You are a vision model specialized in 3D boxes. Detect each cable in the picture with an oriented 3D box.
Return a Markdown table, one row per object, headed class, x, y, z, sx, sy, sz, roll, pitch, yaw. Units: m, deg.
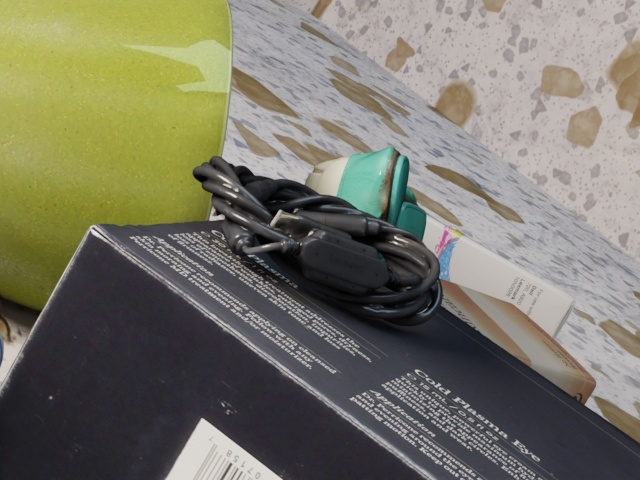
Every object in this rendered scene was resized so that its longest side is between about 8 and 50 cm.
| class | x | y | z | sx | sy | sz | roll | pitch | yaw |
| --- | --- | --- | --- | --- | --- | --- | --- | --- | --- |
| cable | 0.000 | 0.000 | 0.983 | 0.184 | 0.047 | 0.150 | 16 | 14 | -37 |

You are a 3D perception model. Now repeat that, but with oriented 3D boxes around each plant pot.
| class | x | y | z | sx | sy | sz | roll | pitch | yaw |
| --- | --- | --- | --- | --- | --- | --- | --- | --- | --- |
| plant pot | -0.242 | -0.080 | 1.110 | 0.293 | 0.275 | 0.275 | 10 | 20 | -15 |

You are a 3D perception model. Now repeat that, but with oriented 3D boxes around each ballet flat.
| class | x | y | z | sx | sy | sz | roll | pitch | yaw |
| --- | --- | --- | --- | --- | --- | --- | --- | --- | --- |
| ballet flat | 0.029 | -0.024 | 1.177 | 0.087 | 0.083 | 0.247 | 14 | -7 | 10 |

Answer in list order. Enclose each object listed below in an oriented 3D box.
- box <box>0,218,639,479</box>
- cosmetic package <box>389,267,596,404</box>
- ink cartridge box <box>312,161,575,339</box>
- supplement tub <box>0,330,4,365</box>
| class | x | y | z | sx | sy | sz | roll | pitch | yaw |
| --- | --- | --- | --- | --- | --- | --- | --- | --- | --- |
| box | 0.018 | 0.147 | 0.950 | 0.343 | 0.179 | 0.312 | 35 | 16 | 17 |
| cosmetic package | 0.078 | 0.106 | 1.315 | 0.296 | 0.129 | 0.153 | 18 | 19 | -40 |
| ink cartridge box | 0.098 | 0.034 | 1.555 | 0.278 | 0.117 | 0.201 | 29 | 1 | -6 |
| supplement tub | -0.232 | 0.079 | 0.893 | 0.071 | 0.071 | 0.107 | 29 | 14 | -8 |
